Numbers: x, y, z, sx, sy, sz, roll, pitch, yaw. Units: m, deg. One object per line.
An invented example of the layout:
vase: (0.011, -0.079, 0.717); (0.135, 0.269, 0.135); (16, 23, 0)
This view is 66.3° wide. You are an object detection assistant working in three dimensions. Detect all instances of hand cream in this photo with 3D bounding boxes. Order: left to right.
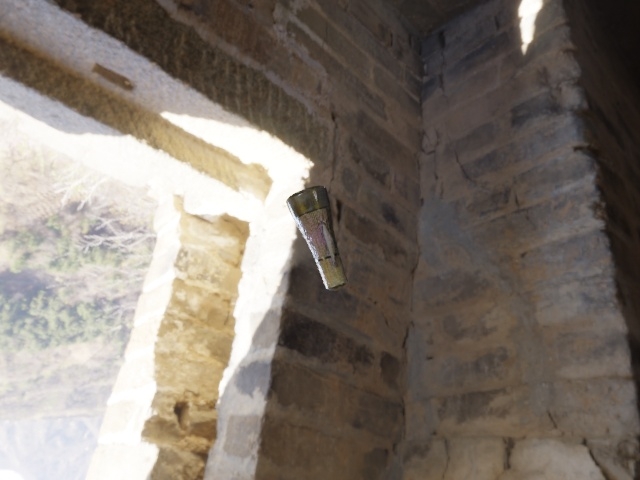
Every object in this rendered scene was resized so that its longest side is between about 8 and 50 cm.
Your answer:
hand cream: (0.000, 0.000, 0.943); (0.083, 0.203, 0.084); (-18, 179, 0)
